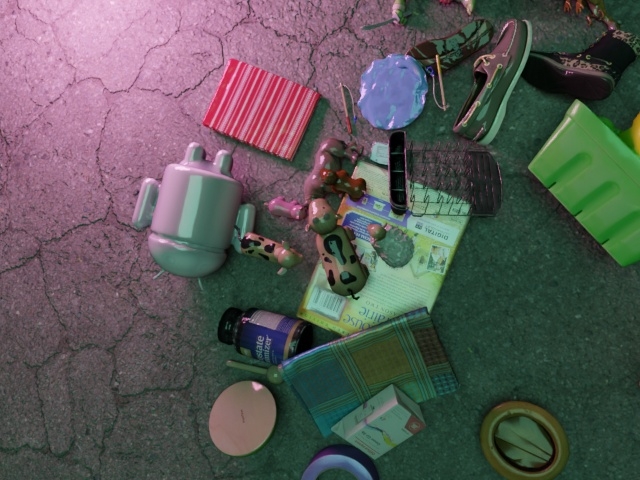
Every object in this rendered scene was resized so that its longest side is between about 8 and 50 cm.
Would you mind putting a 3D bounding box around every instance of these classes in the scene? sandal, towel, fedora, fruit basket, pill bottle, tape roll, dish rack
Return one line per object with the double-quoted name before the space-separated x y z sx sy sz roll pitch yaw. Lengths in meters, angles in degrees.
"sandal" 0.312 -0.466 1.348 0.219 0.060 0.090 -26 99 20
"towel" 0.117 0.320 1.300 0.370 0.040 0.272 -22 119 9
"towel" -0.158 -0.344 1.452 0.274 0.031 0.199 24 90 9
"fedora" 0.467 0.460 1.277 0.194 0.079 0.195 -2 85 16
"fruit basket" 0.675 -0.173 1.155 0.391 0.283 0.392 3 99 22
"pill bottle" -0.138 0.237 1.373 0.219 0.123 0.123 12 90 19
"tape roll" 0.048 0.604 1.351 0.188 0.080 0.189 0 88 10
"dish rack" 0.290 -0.148 1.288 0.271 0.074 0.208 2 65 1

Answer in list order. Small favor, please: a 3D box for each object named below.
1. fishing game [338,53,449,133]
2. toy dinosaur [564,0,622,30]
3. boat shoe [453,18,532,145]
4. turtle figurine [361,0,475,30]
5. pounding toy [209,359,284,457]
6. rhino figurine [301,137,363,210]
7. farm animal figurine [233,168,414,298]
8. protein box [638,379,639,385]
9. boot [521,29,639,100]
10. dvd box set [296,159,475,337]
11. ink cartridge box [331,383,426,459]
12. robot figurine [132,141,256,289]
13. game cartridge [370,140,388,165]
"fishing game" 0.178 -0.368 1.376 0.264 0.041 0.189 -13 87 24
"toy dinosaur" 0.637 -0.577 1.302 0.112 0.064 0.212 -21 93 -9
"boat shoe" 0.403 -0.380 1.299 0.091 0.109 0.305 19 95 -10
"turtle figurine" 0.237 -0.594 1.306 0.266 0.275 0.198 11 124 7
"pounding toy" -0.170 0.434 1.403 0.182 0.110 0.237 -2 58 22
"rhino figurine" 0.015 -0.143 1.390 0.106 0.073 0.243 23 94 7
"farm animal figurine" 0.000 0.000 1.268 0.330 0.172 0.327 -39 84 8
"protein box" 0.803 0.259 1.157 0.135 0.201 0.200 20 92 11
"boot" 0.601 -0.421 1.285 0.178 0.085 0.236 -42 50 -18
"dvd box set" 0.157 0.052 1.361 0.307 0.062 0.421 21 92 11
"ink cartridge box" 0.134 0.442 1.311 0.198 0.067 0.115 -40 117 16
"robot figurine" -0.310 -0.059 1.384 0.299 0.200 0.354 15 90 -3
"game cartridge" 0.168 -0.217 1.392 0.083 0.017 0.056 11 86 11
